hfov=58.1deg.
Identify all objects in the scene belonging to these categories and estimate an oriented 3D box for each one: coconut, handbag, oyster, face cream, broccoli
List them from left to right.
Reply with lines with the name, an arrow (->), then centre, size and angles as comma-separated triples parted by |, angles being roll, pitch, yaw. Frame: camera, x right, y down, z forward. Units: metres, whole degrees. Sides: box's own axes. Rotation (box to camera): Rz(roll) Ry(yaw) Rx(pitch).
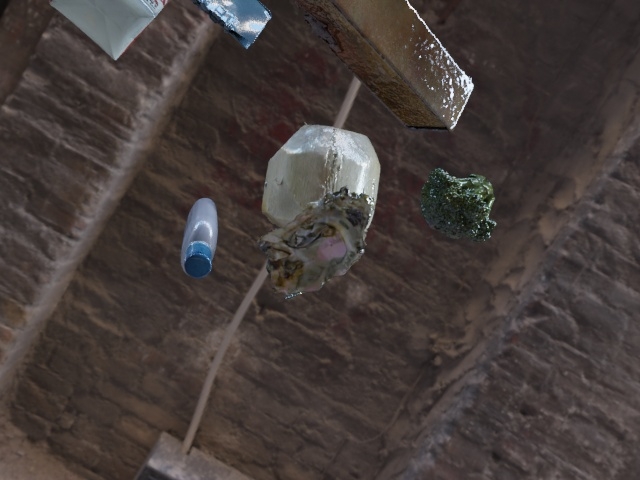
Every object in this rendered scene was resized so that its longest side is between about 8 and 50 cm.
handbag -> -0.404, -0.530, 1.193 | 0.171, 0.151, 0.298 | 41, 34, -27
face cream -> -0.303, 0.004, 1.442 | 0.080, 0.163, 0.337 | 14, 15, -15
handbag -> -0.242, -0.603, 1.471 | 0.221, 0.144, 0.057 | 39, -40, -18
coconut -> 0.000, -0.147, 1.685 | 0.346, 0.361, 0.346 | 10, 4, -1
oyster -> 0.003, 0.000, 1.380 | 0.201, 0.354, 0.107 | 49, 30, -15
broccoli -> 0.263, -0.064, 1.094 | 0.162, 0.138, 0.146 | 55, -4, 21

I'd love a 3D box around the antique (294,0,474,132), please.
antique -> 0.084, -0.266, 0.773 | 0.310, 0.087, 0.093 | 34, -10, -39
